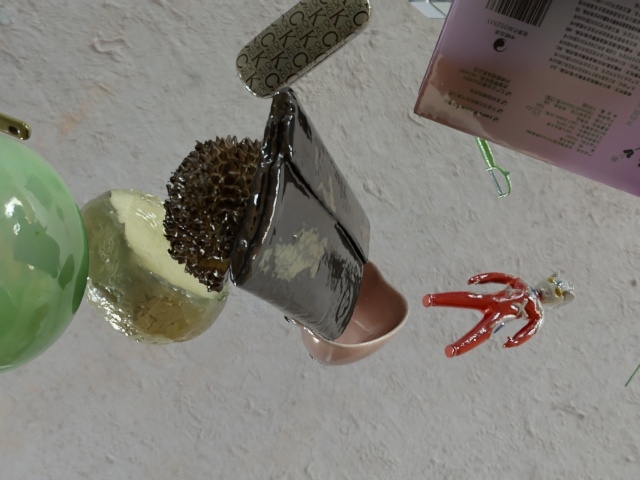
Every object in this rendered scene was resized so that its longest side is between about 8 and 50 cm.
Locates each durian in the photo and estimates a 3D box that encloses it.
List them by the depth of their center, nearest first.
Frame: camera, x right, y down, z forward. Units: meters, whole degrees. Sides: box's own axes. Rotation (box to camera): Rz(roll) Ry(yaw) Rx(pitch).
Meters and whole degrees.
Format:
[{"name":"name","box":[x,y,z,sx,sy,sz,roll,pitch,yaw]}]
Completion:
[{"name":"durian","box":[-0.102,-0.041,0.540,0.091,0.188,0.149,21,114,-5]}]

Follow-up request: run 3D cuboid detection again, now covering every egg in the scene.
[{"name":"egg","box":[-0.373,0.017,0.622,0.220,0.220,0.270,10,97,0]}]

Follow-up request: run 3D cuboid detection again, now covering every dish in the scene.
[{"name":"dish","box":[0.016,0.107,0.840,0.213,0.213,0.091,16,125,-2]}]

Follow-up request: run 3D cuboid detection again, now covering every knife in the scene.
[{"name":"knife","box":[-0.529,-0.205,0.774,0.297,0.017,0.047,21,126,7]},{"name":"knife","box":[0.360,-0.192,1.202,0.015,0.054,0.212,-29,96,-28]}]

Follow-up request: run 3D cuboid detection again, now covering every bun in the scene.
[{"name":"bun","box":[-0.265,0.052,0.862,0.152,0.259,0.259,-42,102,9]}]

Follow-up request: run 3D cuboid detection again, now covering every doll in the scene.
[{"name":"doll","box":[0.433,0.153,1.306,0.383,0.189,0.099,-13,153,-21]}]

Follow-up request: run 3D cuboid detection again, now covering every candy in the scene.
[{"name":"candy","box":[0.419,0.158,0.728,0.025,0.023,0.083,34,71,27]}]

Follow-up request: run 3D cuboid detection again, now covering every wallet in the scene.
[{"name":"wallet","box":[0.000,0.000,0.575,0.044,0.321,0.171,11,76,18]}]

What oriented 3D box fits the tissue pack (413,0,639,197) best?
[{"name":"tissue pack","box":[0.215,-0.136,0.448,0.246,0.093,0.149,22,129,4]}]

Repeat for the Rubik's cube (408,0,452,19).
[{"name":"Rubik's cube","box":[0.212,-0.504,0.835,0.253,0.259,0.257,23,101,-32]}]

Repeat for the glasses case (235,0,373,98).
[{"name":"glasses case","box":[-0.041,-0.469,1.313,0.354,0.085,0.137,-33,87,15]}]
